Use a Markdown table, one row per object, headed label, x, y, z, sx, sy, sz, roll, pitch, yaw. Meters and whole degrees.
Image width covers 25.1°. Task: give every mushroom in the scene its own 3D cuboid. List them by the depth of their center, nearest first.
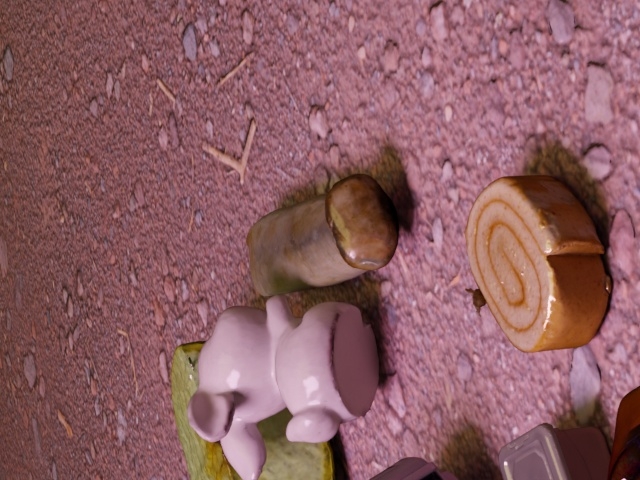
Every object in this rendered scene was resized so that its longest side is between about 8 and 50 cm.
| label | x | y | z | sx | sy | sz | roll | pitch | yaw |
| --- | --- | --- | --- | --- | --- | --- | --- | --- | --- |
| mushroom | 0.000 | 0.000 | 1.537 | 0.312 | 0.081 | 0.100 | 159 | 107 | -66 |

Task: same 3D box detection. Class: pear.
| label | x | y | z | sx | sy | sz | roll | pitch | yaw |
| --- | --- | --- | --- | --- | --- | --- | --- | --- | --- |
| pear | -0.080 | 0.266 | 1.675 | 0.288 | 0.139 | 0.239 | 66 | 152 | 18 |

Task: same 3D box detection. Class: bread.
| label | x | y | z | sx | sy | sz | roll | pitch | yaw |
| --- | --- | --- | --- | --- | --- | --- | --- | --- | --- |
| bread | 0.177 | 0.016 | 1.195 | 0.149 | 0.073 | 0.122 | 63 | 144 | 36 |

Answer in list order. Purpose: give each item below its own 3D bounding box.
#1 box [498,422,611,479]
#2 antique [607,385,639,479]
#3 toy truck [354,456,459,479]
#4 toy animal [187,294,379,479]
| label | x | y | z | sx | sy | sz | roll | pitch | yaw |
| --- | --- | --- | --- | --- | --- | --- | --- | --- | --- |
| box | 0.205 | 0.215 | 1.190 | 0.089 | 0.062 | 0.122 | -47 | 55 | 56 |
| antique | 0.285 | 0.203 | 0.960 | 0.223 | 0.129 | 0.278 | -51 | 48 | 55 |
| toy truck | 0.036 | 0.354 | 1.379 | 0.178 | 0.176 | 0.363 | 52 | 140 | 15 |
| toy animal | -0.040 | 0.148 | 1.502 | 0.193 | 0.127 | 0.178 | -16 | 52 | 22 |
